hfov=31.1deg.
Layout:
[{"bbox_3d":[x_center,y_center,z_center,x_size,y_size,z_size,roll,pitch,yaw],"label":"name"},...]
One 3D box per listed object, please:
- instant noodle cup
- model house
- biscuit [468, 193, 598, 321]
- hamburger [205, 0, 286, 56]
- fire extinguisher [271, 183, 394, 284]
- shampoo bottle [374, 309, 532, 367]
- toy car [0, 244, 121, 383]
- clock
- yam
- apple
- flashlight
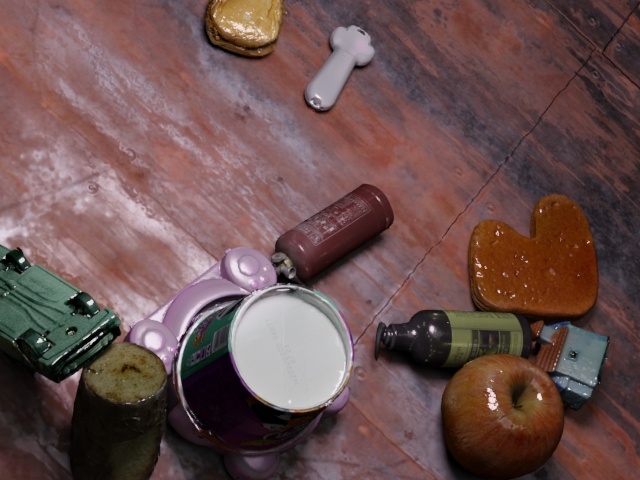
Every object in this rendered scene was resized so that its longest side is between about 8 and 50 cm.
[{"bbox_3d":[-0.075,0.180,1.712,0.251,0.190,0.251,8,67,-21],"label":"instant noodle cup"},{"bbox_3d":[0.430,0.212,2.086,0.148,0.119,0.148,27,62,2],"label":"model house"},{"bbox_3d":[0.396,0.030,2.178,0.277,0.052,0.262,3,62,-20],"label":"biscuit"},{"bbox_3d":[-0.139,-0.413,2.132,0.147,0.083,0.138,13,68,-15],"label":"hamburger"},{"bbox_3d":[0.000,0.000,2.008,0.269,0.105,0.105,-33,83,-30],"label":"fire extinguisher"},{"bbox_3d":[0.228,0.172,2.018,0.283,0.101,0.101,4,67,-20],"label":"shampoo bottle"},{"bbox_3d":[-0.433,0.106,1.707,0.320,0.097,0.141,25,51,37],"label":"toy car"},{"bbox_3d":[-0.129,0.204,1.853,0.295,0.113,0.322,-39,87,-31],"label":"clock"},{"bbox_3d":[-0.299,0.260,1.707,0.153,0.254,0.154,7,46,-7],"label":"yam"},{"bbox_3d":[0.305,0.298,1.947,0.211,0.188,0.211,11,61,-20],"label":"apple"},{"bbox_3d":[0.032,-0.324,2.184,0.093,0.047,0.200,33,63,-5],"label":"flashlight"}]
